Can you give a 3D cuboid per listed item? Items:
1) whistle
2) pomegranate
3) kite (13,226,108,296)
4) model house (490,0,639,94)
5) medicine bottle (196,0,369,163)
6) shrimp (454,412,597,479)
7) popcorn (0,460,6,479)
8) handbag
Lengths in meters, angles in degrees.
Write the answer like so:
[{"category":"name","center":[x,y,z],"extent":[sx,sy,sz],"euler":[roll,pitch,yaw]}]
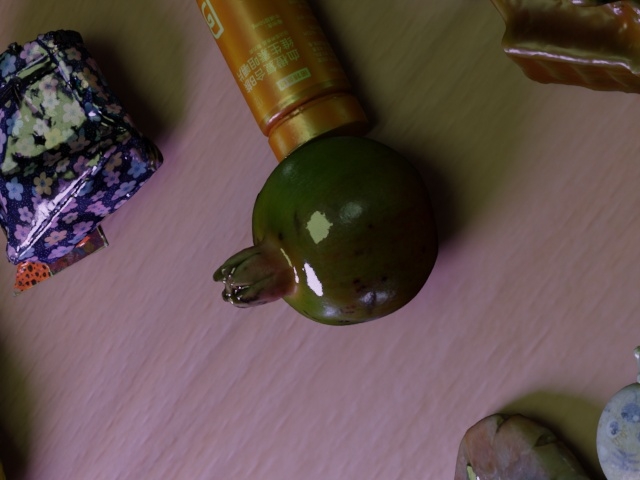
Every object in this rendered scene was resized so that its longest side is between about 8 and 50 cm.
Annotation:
[{"category":"whistle","center":[0.288,0.123,1.385],"extent":[0.104,0.057,0.198],"euler":[15,98,51]},{"category":"pomegranate","center":[0.000,0.000,1.482],"extent":[0.180,0.210,0.180],"euler":[41,142,43]},{"category":"kite","center":[-0.276,-0.017,1.815],"extent":[0.125,0.008,0.222],"euler":[24,110,30]},{"category":"model house","center":[0.189,-0.207,1.311],"extent":[0.173,0.268,0.239],"euler":[-39,74,13]},{"category":"medicine bottle","center":[-0.037,-0.169,1.556],"extent":[0.096,0.096,0.192],"euler":[-35,75,35]},{"category":"shrimp","center":[0.213,0.282,1.450],"extent":[0.289,0.075,0.178],"euler":[38,125,26]},{"category":"popcorn","center":[-0.492,0.269,1.885],"extent":[0.292,0.293,0.334],"euler":[-20,86,-7]},{"category":"handbag","center":[-0.286,-0.102,1.734],"extent":[0.229,0.127,0.207],"euler":[-43,65,33]}]
